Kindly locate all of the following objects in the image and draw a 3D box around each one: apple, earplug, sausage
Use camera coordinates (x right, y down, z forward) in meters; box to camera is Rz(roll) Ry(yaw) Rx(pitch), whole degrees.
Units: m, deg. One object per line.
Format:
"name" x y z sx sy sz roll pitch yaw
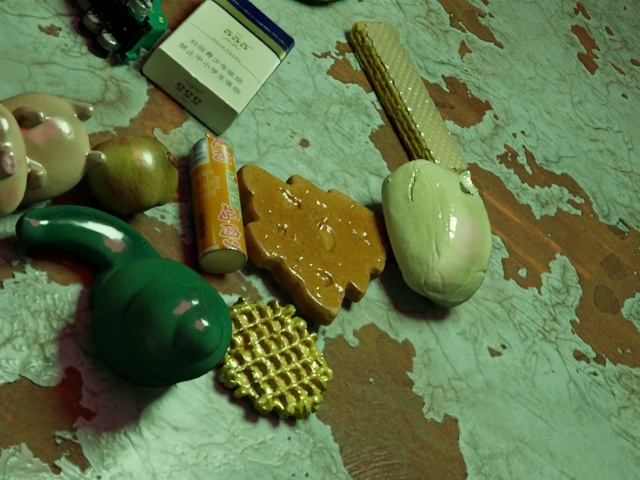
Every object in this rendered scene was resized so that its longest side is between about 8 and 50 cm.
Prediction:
"apple" -0.258 -0.086 1.395 0.126 0.126 0.102 -11 91 -45
"earplug" -0.221 0.062 1.274 0.164 0.280 0.257 -34 119 -29
"sausage" -0.152 -0.065 1.504 0.071 0.071 0.234 14 51 -32

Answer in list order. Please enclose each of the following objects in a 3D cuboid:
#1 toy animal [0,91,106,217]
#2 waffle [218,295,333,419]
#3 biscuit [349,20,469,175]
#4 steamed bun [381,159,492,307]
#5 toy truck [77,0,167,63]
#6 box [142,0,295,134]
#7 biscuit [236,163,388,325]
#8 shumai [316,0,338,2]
"toy animal" -0.399 -0.109 1.268 0.250 0.154 0.166 -16 92 -51
"waffle" -0.067 0.161 1.418 0.191 0.038 0.191 23 45 -25
"biscuit" 0.164 -0.255 1.937 0.094 0.054 0.378 -5 61 -42
"steamed bun" 0.201 -0.021 1.678 0.170 0.153 0.238 26 42 -51
"toy truck" -0.318 -0.382 1.600 0.216 0.110 0.116 54 28 10
"box" -0.159 -0.303 1.690 0.168 0.071 0.259 40 40 -8
"biscuit" 0.000 0.000 1.602 0.306 0.043 0.283 -6 59 -46
"shumai" 0.027 -0.672 1.944 0.395 0.348 0.395 26 44 -29
